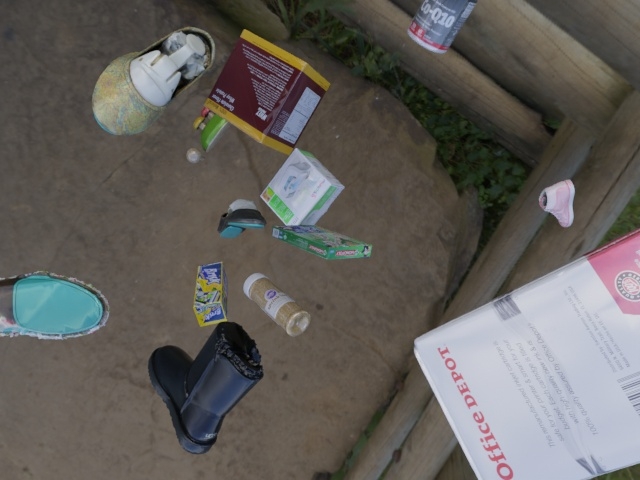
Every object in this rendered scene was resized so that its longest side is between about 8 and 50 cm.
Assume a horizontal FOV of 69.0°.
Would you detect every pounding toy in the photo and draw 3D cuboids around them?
[{"bbox_3d":[-0.420,-0.406,1.706,0.110,0.183,0.236,39,100,-12],"label":"pounding toy"}]

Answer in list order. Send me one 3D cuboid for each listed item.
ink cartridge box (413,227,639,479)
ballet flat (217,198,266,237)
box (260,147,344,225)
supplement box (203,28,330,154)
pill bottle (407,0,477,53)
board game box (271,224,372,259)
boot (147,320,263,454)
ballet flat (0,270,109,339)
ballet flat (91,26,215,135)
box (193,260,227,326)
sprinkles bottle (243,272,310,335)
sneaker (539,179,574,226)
[{"bbox_3d":[0.286,0.145,0.544,0.283,0.117,0.207,-32,73,21],"label":"ink cartridge box"},{"bbox_3d":[-0.243,-0.070,1.388,0.096,0.281,0.096,8,79,-32],"label":"ballet flat"},{"bbox_3d":[-0.075,-0.198,1.909,0.262,0.127,0.231,-49,67,20],"label":"box"},{"bbox_3d":[-0.122,-0.334,1.070,0.191,0.129,0.194,36,102,22],"label":"supplement box"},{"bbox_3d":[0.429,-0.796,1.562,0.161,0.161,0.283,28,129,-2],"label":"pill bottle"},{"bbox_3d":[0.000,0.000,1.710,0.317,0.214,0.046,21,106,46],"label":"board game box"},{"bbox_3d":[-0.209,0.223,0.848,0.094,0.246,0.207,19,110,-44],"label":"boot"},{"bbox_3d":[-0.392,0.085,0.610,0.241,0.077,0.091,4,80,-5],"label":"ballet flat"},{"bbox_3d":[-0.292,-0.316,0.868,0.123,0.348,0.123,8,130,9],"label":"ballet flat"},{"bbox_3d":[-0.235,0.112,1.009,0.059,0.169,0.054,-11,118,-5],"label":"box"},{"bbox_3d":[-0.191,0.267,1.993,0.355,0.121,0.121,33,115,43],"label":"sprinkles bottle"},{"bbox_3d":[0.535,-0.077,1.065,0.070,0.050,0.134,-18,134,8],"label":"sneaker"}]
